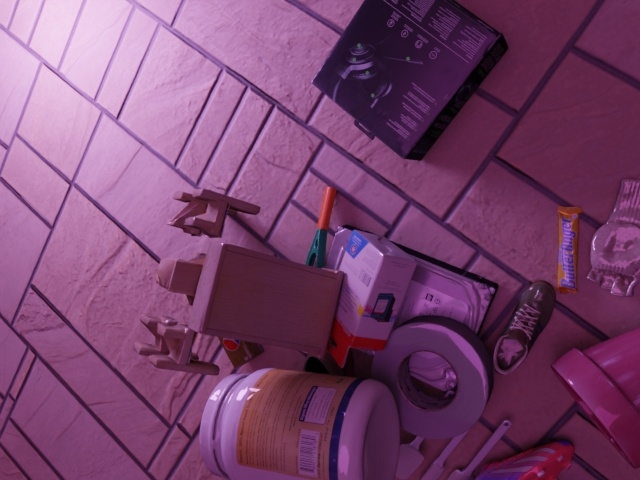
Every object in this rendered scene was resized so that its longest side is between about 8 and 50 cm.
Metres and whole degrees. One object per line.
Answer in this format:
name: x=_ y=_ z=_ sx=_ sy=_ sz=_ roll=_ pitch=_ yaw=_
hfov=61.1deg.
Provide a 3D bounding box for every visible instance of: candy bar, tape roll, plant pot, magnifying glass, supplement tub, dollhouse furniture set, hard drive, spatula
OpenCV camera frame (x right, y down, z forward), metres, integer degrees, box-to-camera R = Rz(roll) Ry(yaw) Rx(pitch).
candy bar: x=0.450 y=0.018 z=0.984 sx=0.040 sy=0.018 sz=0.162 roll=2 pitch=96 yaw=25
tape roll: x=0.209 y=0.254 z=1.019 sx=0.219 sy=0.072 sz=0.220 roll=3 pitch=96 yaw=25
plant pot: x=0.519 y=0.238 z=0.893 sx=0.180 sy=0.201 sz=0.201 roll=-37 pitch=80 yaw=8
magnifying glass: x=0.000 y=0.000 z=1.164 sx=0.026 sy=0.092 sz=0.231 roll=10 pitch=93 yaw=-15
supplement tub: x=-0.036 y=0.354 z=0.984 sx=0.315 sy=0.228 sz=0.229 roll=0 pitch=96 yaw=27
dollhouse furniture set: x=-0.176 y=0.101 z=1.121 sx=0.394 sy=0.256 sz=0.363 roll=3 pitch=78 yaw=59
hard drive: x=0.157 y=0.133 z=1.108 sx=0.338 sy=0.064 sz=0.237 roll=24 pitch=105 yaw=21
spatula: x=0.256 y=0.416 z=1.084 sx=0.168 sy=0.019 sz=0.242 roll=28 pitch=113 yaw=4

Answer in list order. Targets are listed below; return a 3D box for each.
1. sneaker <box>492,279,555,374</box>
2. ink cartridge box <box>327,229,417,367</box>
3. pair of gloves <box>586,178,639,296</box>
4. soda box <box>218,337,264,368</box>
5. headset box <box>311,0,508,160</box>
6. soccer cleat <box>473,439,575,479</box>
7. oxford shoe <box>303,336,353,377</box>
sneaker: x=0.374 y=0.168 z=0.998 sx=0.064 sy=0.086 sz=0.192 roll=29 pitch=107 yaw=19
ink cartridge box: x=0.082 y=0.113 z=1.028 sx=0.134 sy=0.077 sz=0.231 roll=46 pitch=120 yaw=60
pair of gloves: x=0.589 y=0.021 z=0.908 sx=0.240 sy=0.042 sz=0.204 roll=24 pitch=105 yaw=21
soda box: x=-0.212 y=0.206 z=1.287 sx=0.061 sy=0.058 sz=0.181 roll=-34 pitch=81 yaw=23
headset box: x=0.158 y=-0.319 z=1.018 sx=0.246 sy=0.131 sz=0.283 roll=42 pitch=111 yaw=15
soccer cleat: x=0.367 y=0.446 z=1.038 sx=0.248 sy=0.083 sz=0.095 roll=-43 pitch=37 yaw=10
oxford shoe: x=0.011 y=0.388 z=1.165 sx=0.122 sy=0.130 sz=0.349 roll=-8 pitch=92 yaw=25
